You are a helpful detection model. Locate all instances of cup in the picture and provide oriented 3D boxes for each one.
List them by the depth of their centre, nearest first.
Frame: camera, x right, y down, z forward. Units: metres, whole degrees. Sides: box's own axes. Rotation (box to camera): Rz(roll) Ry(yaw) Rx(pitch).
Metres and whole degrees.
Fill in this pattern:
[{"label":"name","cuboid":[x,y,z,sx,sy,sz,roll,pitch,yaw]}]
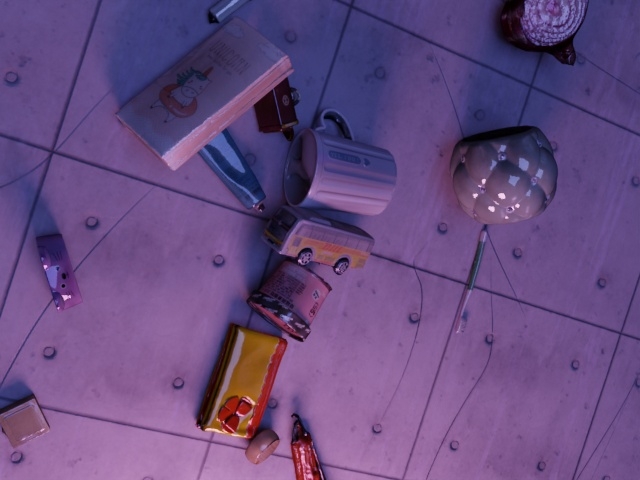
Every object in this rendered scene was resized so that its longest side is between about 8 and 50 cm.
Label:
[{"label":"cup","cuboid":[0.048,-0.164,1.821,0.202,0.167,0.221,9,97,-25]}]

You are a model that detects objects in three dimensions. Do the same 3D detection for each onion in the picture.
[{"label":"onion","cuboid":[0.524,-0.496,1.977,0.195,0.140,0.218,-39,109,-8]}]

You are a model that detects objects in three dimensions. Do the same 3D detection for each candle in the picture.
[{"label":"candle","cuboid":[-0.022,0.527,1.945,0.084,0.059,0.301,-20,106,-30]}]

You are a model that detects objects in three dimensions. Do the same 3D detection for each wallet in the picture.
[{"label":"wallet","cuboid":[-0.165,0.310,1.854,0.141,0.067,0.241,19,90,-25]}]

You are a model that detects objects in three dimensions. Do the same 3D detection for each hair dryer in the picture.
[{"label":"hair dryer","cuboid":[-0.145,-0.531,1.757,0.236,0.073,0.131,-39,108,-3]}]

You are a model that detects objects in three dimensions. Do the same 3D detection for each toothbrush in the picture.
[{"label":"toothbrush","cuboid":[0.365,0.099,2.059,0.024,0.018,0.257,12,93,-25]}]

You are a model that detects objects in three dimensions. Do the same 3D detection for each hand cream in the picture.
[{"label":"hand cream","cuboid":[-0.188,-0.152,1.799,0.083,0.048,0.224,-37,103,-13]}]

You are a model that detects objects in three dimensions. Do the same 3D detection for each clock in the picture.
[{"label":"clock","cuboid":[-0.505,0.064,1.661,0.050,0.110,0.152,-18,104,-15]}]

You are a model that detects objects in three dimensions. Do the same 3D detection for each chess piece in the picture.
[{"label":"chess piece","cuboid":[-0.127,0.453,1.881,0.038,0.083,0.083,42,79,18]}]

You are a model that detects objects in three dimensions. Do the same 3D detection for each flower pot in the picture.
[{"label":"flower pot","cuboid":[0.412,-0.147,1.929,0.246,0.246,0.195,-17,102,-19]}]

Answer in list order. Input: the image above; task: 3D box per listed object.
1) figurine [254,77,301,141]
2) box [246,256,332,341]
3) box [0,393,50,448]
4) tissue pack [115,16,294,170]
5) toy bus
[{"label":"figurine","cuboid":[-0.083,-0.285,1.808,0.098,0.082,0.154,-25,107,-39]},{"label":"box","cuboid":[-0.060,0.120,1.830,0.151,0.151,0.135,41,73,-21]},{"label":"box","cuboid":[-0.594,0.361,1.708,0.083,0.035,0.079,-24,105,-16]},{"label":"tissue pack","cuboid":[-0.228,-0.296,1.699,0.325,0.170,0.071,-42,152,-11]},{"label":"toy bus","cuboid":[0.000,0.000,1.809,0.268,0.092,0.106,15,107,-47]}]
